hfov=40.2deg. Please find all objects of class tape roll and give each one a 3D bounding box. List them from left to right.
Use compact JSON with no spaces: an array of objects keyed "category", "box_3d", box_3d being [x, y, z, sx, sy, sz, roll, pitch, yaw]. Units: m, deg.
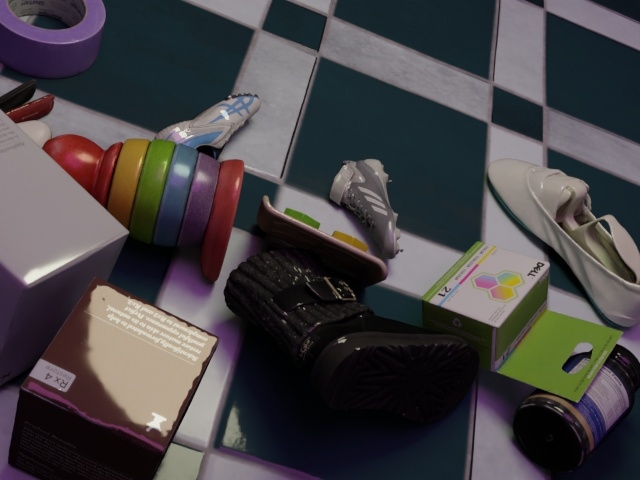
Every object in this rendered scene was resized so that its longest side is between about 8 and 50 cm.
[{"category":"tape roll","box_3d":[-0.458,-0.363,1.452,0.188,0.080,0.189,13,49,-16]}]

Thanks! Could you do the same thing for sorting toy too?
[{"category":"sorting toy","box_3d":[0.000,0.000,1.309,0.208,0.193,0.038,30,81,-2]}]

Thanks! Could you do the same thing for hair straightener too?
[{"category":"hair straightener","box_3d":[-0.518,-0.187,1.316,0.089,0.047,0.230,42,53,11]}]

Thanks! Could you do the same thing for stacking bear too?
[{"category":"stacking bear","box_3d":[-0.267,-0.074,1.266,0.288,0.164,0.175,13,49,-9]}]

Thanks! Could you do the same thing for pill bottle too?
[{"category":"pill bottle","box_3d":[0.400,0.246,1.333,0.219,0.123,0.123,-30,70,-39]}]

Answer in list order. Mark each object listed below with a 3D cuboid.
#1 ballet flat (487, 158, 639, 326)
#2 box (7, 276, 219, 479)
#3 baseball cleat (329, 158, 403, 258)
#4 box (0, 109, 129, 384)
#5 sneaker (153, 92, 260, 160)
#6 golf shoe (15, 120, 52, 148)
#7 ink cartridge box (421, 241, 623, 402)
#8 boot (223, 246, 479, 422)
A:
[{"category":"ballet flat","box_3d":[0.466,-0.029,1.577,0.139,0.139,0.400,-20,64,-35]},{"category":"box","box_3d":[-0.245,0.189,1.028,0.168,0.203,0.167,27,47,-3]},{"category":"baseball cleat","box_3d":[0.073,-0.051,1.468,0.109,0.072,0.206,-1,49,-9]},{"category":"box","box_3d":[-0.440,-0.024,1.086,0.345,0.215,0.168,43,40,10]},{"category":"sneaker","box_3d":[-0.177,-0.178,1.443,0.237,0.085,0.086,-39,102,-44]},{"category":"golf shoe","box_3d":[-0.462,-0.144,1.273,0.069,0.086,0.176,41,47,12]},{"category":"ink cartridge box","box_3d":[0.311,0.116,1.339,0.255,0.097,0.189,18,40,32]},{"category":"boot","box_3d":[0.052,0.129,1.266,0.348,0.131,0.260,19,14,-45]}]
